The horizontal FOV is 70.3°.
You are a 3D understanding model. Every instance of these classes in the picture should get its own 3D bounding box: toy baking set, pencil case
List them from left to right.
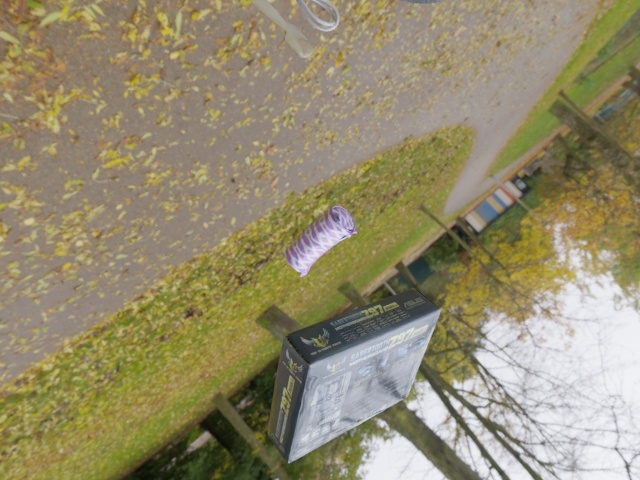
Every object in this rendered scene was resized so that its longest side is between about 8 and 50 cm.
[{"bbox_3d":[-0.051,-0.421,0.704,0.030,0.197,0.256,155,-51,-67],"label":"toy baking set"},{"bbox_3d":[0.000,0.000,1.128,0.206,0.088,0.086,-40,170,33],"label":"pencil case"}]

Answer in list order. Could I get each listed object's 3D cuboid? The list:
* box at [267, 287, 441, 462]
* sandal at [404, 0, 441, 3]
[{"bbox_3d":[0.047,0.177,0.621,0.233,0.059,0.183,-14,129,-36],"label":"box"},{"bbox_3d":[0.222,-0.430,0.685,0.255,0.054,0.097,-6,178,41],"label":"sandal"}]
